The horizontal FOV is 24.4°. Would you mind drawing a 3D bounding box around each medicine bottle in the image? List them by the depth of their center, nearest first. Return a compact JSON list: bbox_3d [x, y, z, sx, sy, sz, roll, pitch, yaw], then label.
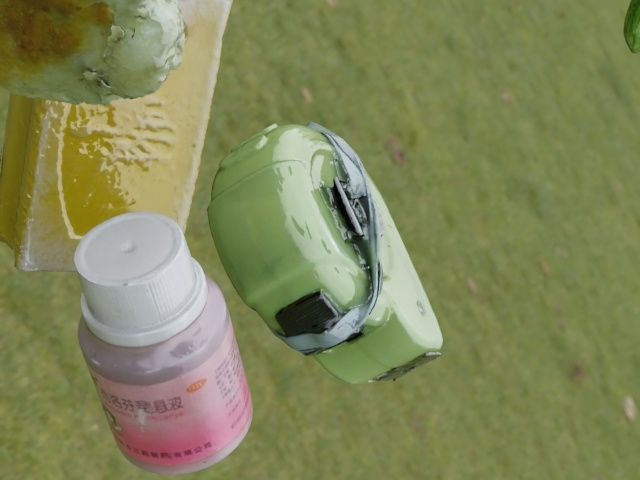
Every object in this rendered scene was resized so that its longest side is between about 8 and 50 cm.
[{"bbox_3d":[-0.150,0.096,1.380,0.147,0.147,0.247,-90,171,-48],"label":"medicine bottle"}]

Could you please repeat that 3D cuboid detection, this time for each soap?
[{"bbox_3d":[-0.210,-0.121,1.482,0.199,0.315,0.091,1,27,-28],"label":"soap"}]

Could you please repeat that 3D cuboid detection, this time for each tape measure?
[{"bbox_3d":[0.000,0.000,1.059,0.175,0.106,0.200,11,56,-62],"label":"tape measure"}]

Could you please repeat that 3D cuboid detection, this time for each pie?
[{"bbox_3d":[-0.183,-0.214,0.924,0.257,0.274,0.105,26,39,17],"label":"pie"}]

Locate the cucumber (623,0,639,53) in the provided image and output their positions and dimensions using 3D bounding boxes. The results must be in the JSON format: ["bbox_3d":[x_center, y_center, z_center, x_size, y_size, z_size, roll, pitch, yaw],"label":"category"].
[{"bbox_3d":[0.193,-0.164,0.753,0.037,0.037,0.155,24,84,-54],"label":"cucumber"}]
